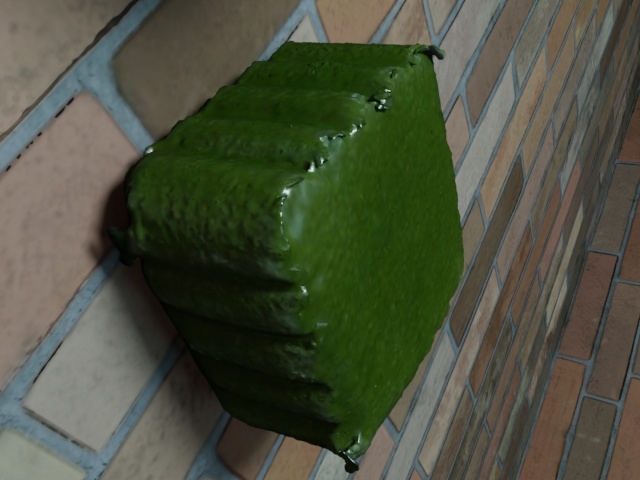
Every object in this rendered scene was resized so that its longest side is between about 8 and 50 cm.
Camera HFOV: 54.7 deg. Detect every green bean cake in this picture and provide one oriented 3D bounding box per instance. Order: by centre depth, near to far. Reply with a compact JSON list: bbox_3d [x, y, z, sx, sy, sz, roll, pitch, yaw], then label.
[{"bbox_3d":[0.000,0.000,0.476,0.247,0.156,0.250,-53,140,-37],"label":"green bean cake"}]
